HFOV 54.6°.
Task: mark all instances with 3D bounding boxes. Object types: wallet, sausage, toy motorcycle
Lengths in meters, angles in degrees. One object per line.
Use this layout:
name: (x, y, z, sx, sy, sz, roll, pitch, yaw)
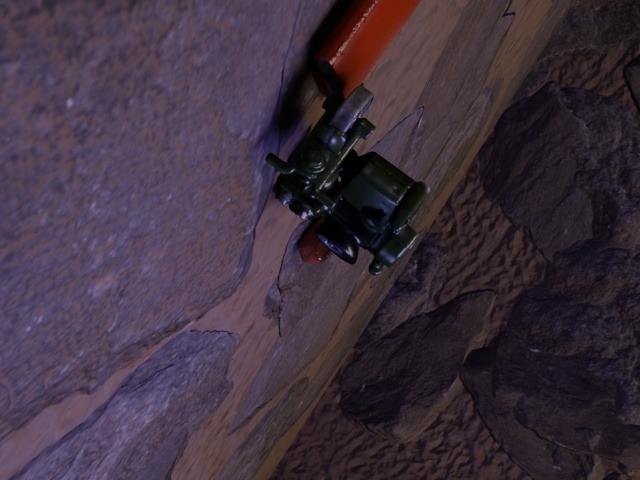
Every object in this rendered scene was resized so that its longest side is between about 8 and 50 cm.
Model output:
wallet: (0.066, -0.266, 0.734, 0.204, 0.045, 0.142, -55, 169, -3)
sausage: (0.000, 0.000, 1.100, 0.054, 0.059, 0.094, 5, -130, 54)
toy motorcycle: (0.043, -0.058, 0.779, 0.127, 0.205, 0.275, -52, 178, -19)
